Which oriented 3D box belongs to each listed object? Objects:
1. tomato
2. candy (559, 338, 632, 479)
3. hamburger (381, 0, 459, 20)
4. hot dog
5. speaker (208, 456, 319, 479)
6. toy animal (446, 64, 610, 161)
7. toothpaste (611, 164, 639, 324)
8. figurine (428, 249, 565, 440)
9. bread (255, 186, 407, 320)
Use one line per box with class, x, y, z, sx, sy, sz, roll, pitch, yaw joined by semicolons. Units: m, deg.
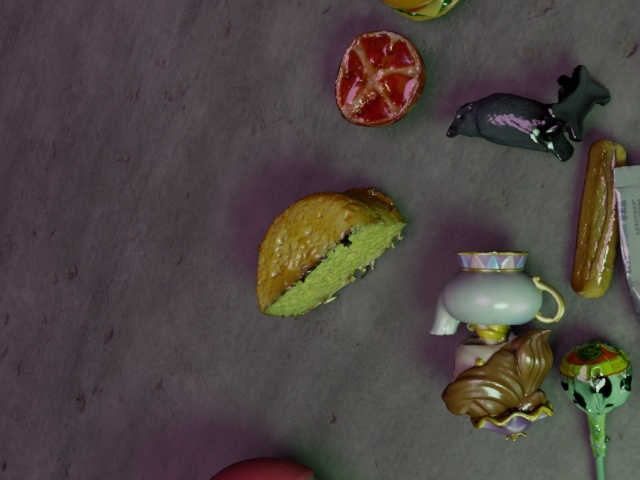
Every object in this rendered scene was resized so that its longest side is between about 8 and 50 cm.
tomato;0.102;-0.247;1.138;0.156;0.069;0.155;-1;88;35
candy;0.382;0.284;0.984;0.091;0.083;0.305;-3;97;38
hamburger;0.146;-0.406;1.078;0.162;0.115;0.161;2;94;33
hot dog;0.381;-0.028;0.980;0.066;0.047;0.215;-166;80;-69
speaker;-0.078;0.500;1.162;0.295;0.294;0.294;1;92;33
toy animal;0.287;-0.164;1.032;0.210;0.121;0.117;-1;136;49
toothpaste;0.442;0.041;0.930;0.068;0.099;0.282;-6;89;62
figurine;0.242;0.145;1.018;0.190;0.142;0.263;-2;89;33
bread;-0.001;0.003;1.165;0.260;0.160;0.147;-44;63;32
